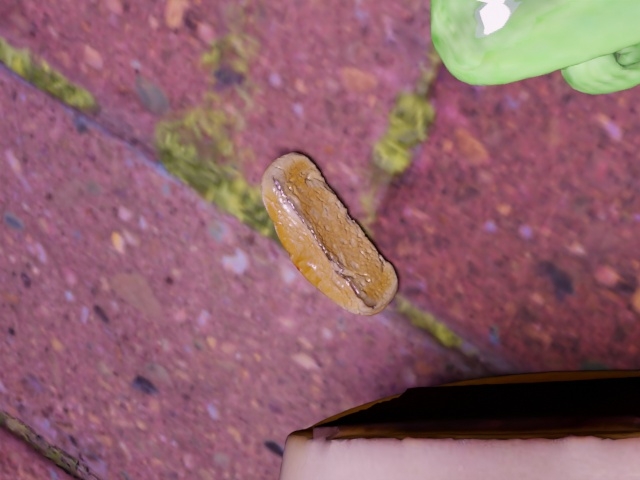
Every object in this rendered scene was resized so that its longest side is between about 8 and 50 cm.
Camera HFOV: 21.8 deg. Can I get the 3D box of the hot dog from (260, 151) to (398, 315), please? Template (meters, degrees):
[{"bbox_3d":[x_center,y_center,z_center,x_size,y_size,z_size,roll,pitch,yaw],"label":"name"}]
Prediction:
[{"bbox_3d":[0.000,0.000,0.813,0.090,0.030,0.034,52,140,-2],"label":"hot dog"}]

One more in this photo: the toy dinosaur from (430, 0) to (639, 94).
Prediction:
[{"bbox_3d":[0.286,-0.180,0.315,0.500,0.374,0.144,-42,61,38],"label":"toy dinosaur"}]

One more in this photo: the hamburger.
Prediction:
[{"bbox_3d":[0.113,0.134,0.691,0.295,0.227,0.151,-2,91,38],"label":"hamburger"}]
